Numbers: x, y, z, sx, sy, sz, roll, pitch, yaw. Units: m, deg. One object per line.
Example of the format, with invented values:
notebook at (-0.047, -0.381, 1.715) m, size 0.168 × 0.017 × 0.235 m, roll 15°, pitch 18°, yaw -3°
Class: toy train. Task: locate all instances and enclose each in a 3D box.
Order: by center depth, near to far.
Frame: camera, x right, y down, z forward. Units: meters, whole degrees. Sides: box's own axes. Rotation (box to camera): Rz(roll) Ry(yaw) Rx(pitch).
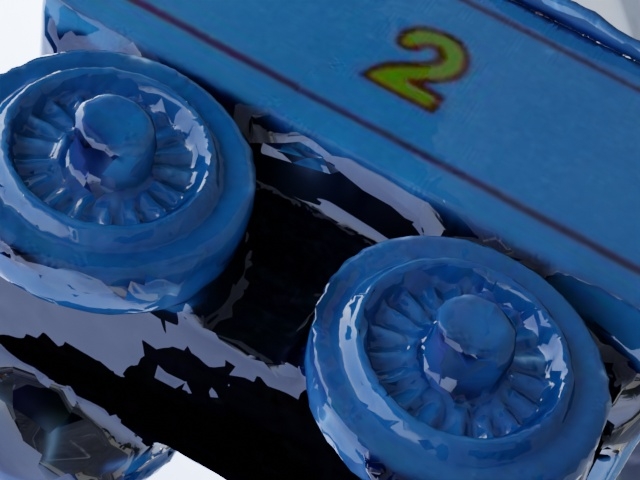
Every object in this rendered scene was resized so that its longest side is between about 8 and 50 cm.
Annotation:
toy train at (0.000, 0.000, 0.592) m, size 0.265 × 0.300 × 0.188 m, roll -54°, pitch -12°, yaw -39°

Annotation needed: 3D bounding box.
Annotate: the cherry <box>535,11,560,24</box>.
cherry at (0.064, -0.041, 0.839) m, size 0.192 × 0.249 × 0.175 m, roll 33°, pitch -149°, yaw 0°
